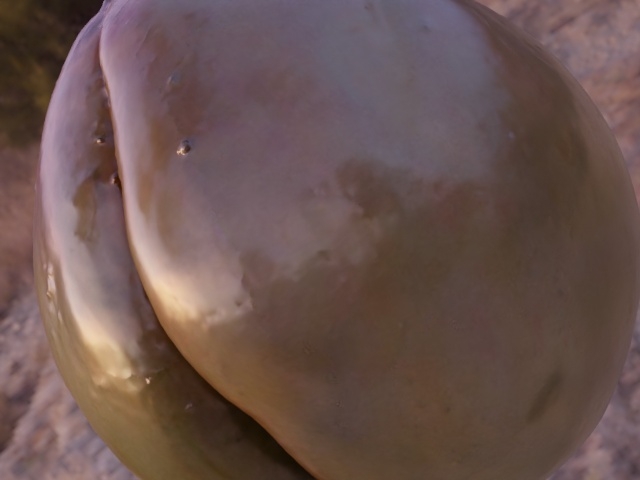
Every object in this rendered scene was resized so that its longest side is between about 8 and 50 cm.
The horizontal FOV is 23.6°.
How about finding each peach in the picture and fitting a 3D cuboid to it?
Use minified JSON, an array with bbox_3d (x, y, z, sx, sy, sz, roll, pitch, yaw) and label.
[{"bbox_3d":[-0.001,0.000,0.715,0.292,0.292,0.247,-14,16,48],"label":"peach"}]
